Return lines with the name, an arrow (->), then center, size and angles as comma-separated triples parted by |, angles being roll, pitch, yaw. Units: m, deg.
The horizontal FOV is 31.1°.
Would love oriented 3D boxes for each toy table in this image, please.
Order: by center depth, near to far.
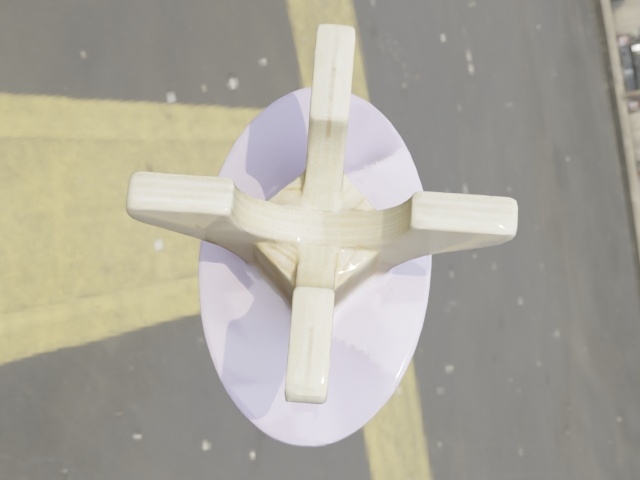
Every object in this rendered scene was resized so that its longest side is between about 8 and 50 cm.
toy table -> 0.000, 0.000, 0.811 | 0.161, 0.252, 0.274 | 95, -13, -75
